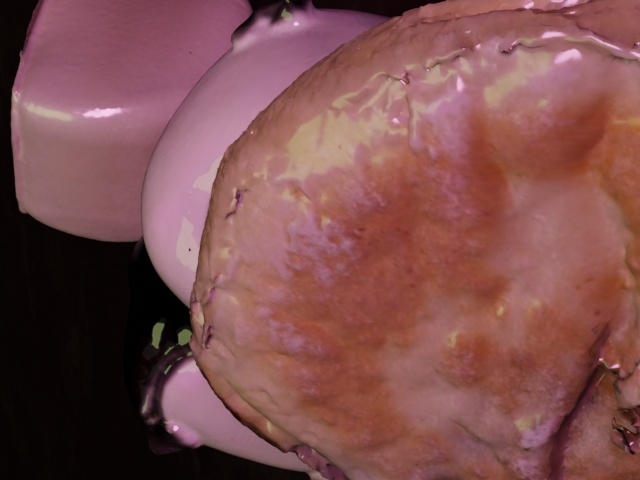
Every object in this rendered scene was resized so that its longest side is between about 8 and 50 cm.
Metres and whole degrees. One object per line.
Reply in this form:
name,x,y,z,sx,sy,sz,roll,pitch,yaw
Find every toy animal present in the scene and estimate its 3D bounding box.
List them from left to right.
toy animal,0.000,0.000,0.665,0.251,0.251,0.310,50,136,23

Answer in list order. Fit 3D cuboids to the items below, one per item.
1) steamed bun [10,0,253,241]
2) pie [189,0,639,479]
steamed bun,-0.131,-0.121,0.807,0.242,0.164,0.146,-85,3,-46
pie,0.085,0.036,0.473,0.337,0.075,0.337,13,131,15
